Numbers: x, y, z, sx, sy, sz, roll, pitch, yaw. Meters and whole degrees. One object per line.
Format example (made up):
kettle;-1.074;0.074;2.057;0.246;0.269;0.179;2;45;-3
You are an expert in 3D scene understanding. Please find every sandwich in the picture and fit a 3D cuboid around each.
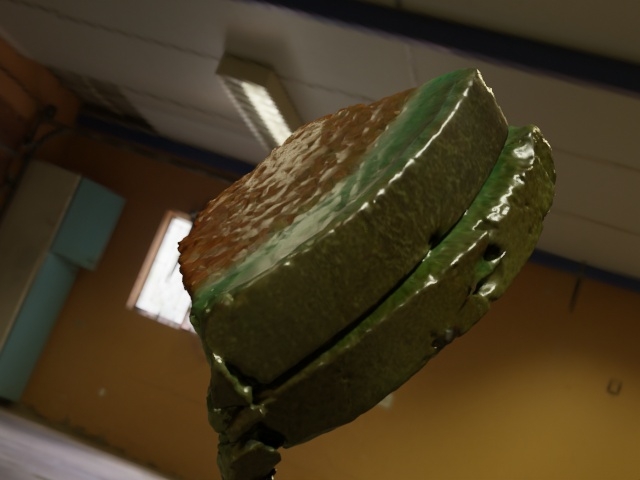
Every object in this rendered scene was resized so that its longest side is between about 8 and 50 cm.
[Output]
sandwich;0.013;-0.003;0.615;0.109;0.292;0.212;61;-9;-29
